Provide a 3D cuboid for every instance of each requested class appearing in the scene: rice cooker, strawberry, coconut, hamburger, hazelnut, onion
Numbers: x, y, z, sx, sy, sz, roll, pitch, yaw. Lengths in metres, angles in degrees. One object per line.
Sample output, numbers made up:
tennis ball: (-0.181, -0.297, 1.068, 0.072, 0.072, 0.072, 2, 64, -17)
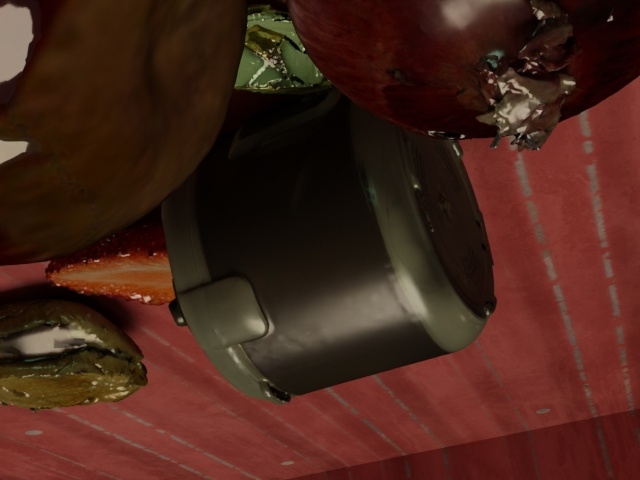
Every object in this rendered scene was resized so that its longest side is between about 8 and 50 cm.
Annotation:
rice cooker: (0.000, 0.000, 1.158, 0.325, 0.335, 0.335, -19, 152, 21)
strawberry: (-0.216, 0.017, 1.363, 0.286, 0.106, 0.188, 4, 156, 6)
coconut: (-0.071, -0.188, 1.029, 0.133, 0.055, 0.158, -18, 151, 23)
hamburger: (-0.414, 0.177, 1.603, 0.265, 0.134, 0.285, -12, 161, 3)
hazelnut: (-0.232, -0.170, 0.705, 0.359, 0.359, 0.409, -10, 146, 5)
onion: (0.146, -0.197, 0.820, 0.347, 0.285, 0.348, -4, 143, -3)
